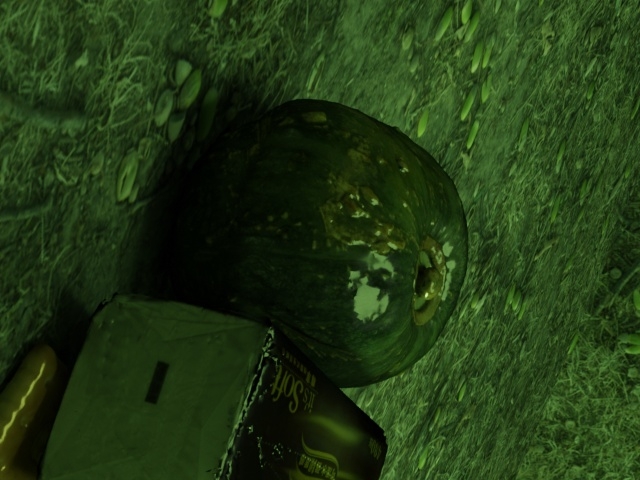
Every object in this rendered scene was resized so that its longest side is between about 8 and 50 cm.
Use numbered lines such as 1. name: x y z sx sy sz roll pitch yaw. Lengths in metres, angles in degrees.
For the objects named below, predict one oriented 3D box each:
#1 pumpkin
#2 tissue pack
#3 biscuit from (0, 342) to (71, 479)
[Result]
1. pumpkin: 0.000 0.000 1.843 0.327 0.257 0.291 38 63 -63
2. tissue pack: -0.095 0.201 1.723 0.210 0.198 0.370 -68 154 -14
3. biscuit: -0.246 0.211 1.684 0.160 0.030 0.250 -60 152 -21
